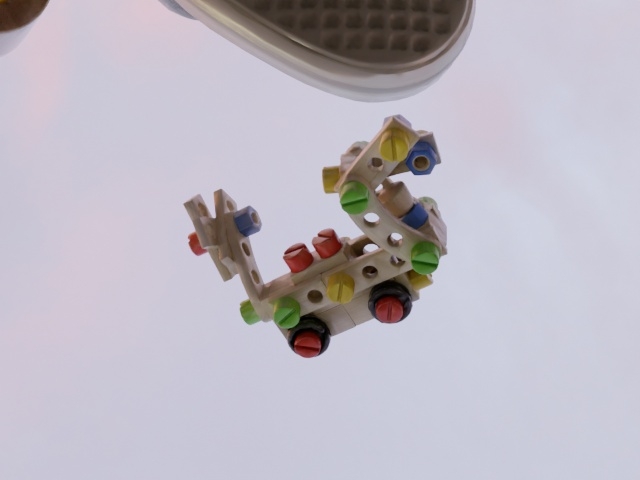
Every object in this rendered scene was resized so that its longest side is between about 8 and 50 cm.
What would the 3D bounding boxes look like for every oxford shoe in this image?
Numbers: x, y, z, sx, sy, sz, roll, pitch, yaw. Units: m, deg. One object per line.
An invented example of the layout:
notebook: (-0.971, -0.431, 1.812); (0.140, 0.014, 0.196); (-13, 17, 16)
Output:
oxford shoe: (-0.082, -0.214, 0.734); (0.169, 0.130, 0.449); (-38, -119, -24)

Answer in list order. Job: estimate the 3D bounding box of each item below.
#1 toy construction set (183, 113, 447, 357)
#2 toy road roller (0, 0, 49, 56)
toy construction set: (0.000, 0.000, 1.296); (0.327, 0.215, 0.151); (-16, -150, 31)
toy road roller: (-0.414, -0.277, 1.043); (0.240, 0.329, 0.202); (-40, -169, -20)
